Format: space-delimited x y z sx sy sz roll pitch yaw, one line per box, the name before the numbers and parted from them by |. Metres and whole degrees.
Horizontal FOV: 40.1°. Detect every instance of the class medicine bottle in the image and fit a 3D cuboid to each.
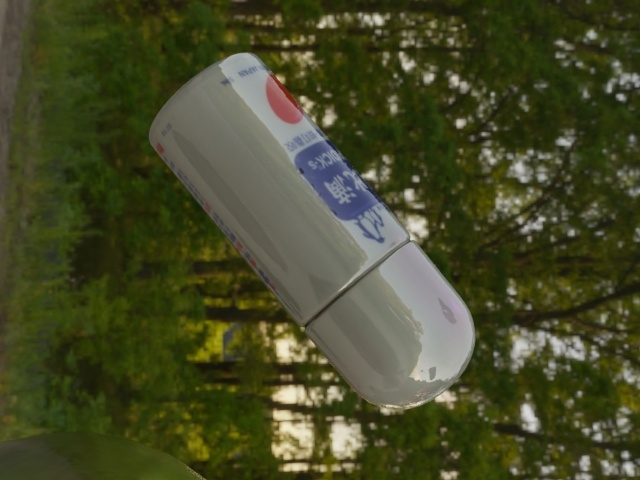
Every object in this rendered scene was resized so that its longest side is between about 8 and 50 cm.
medicine bottle | 0.000 0.000 0.779 0.341 0.130 0.130 51 -13 7

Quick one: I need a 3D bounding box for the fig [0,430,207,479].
fig | -0.138 0.238 0.465 0.316 0.316 0.316 179 -90 -83
